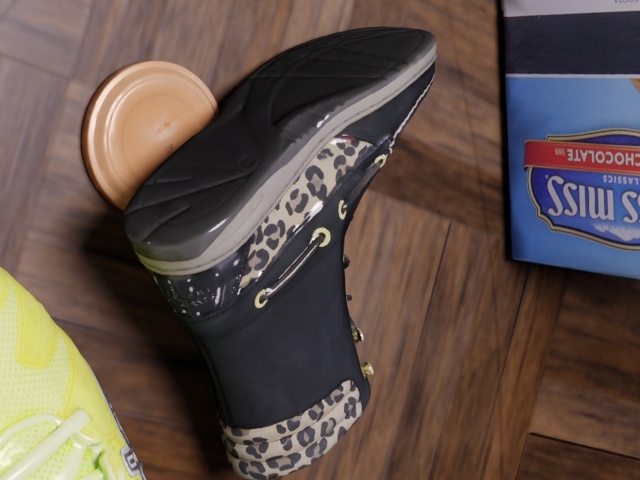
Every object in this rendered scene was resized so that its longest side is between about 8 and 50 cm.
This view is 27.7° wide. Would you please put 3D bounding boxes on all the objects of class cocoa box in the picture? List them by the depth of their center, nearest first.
[{"bbox_3d":[0.318,-0.106,0.849,0.347,0.231,0.227,-10,103,-36],"label":"cocoa box"}]

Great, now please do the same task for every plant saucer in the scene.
[{"bbox_3d":[-0.086,-0.053,0.687,0.083,0.013,0.083,-6,100,-36],"label":"plant saucer"}]

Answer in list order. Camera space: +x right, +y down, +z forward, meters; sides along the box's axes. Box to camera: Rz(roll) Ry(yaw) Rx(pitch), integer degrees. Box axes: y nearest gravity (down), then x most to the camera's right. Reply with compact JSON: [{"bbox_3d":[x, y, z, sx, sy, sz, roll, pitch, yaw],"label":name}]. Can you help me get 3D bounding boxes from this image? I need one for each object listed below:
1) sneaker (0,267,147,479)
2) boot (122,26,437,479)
[{"bbox_3d":[-0.106,0.160,0.604,0.145,0.147,0.384,-42,122,-37],"label":"sneaker"},{"bbox_3d":[-0.002,0.000,0.722,0.236,0.085,0.178,-45,134,-39],"label":"boot"}]
